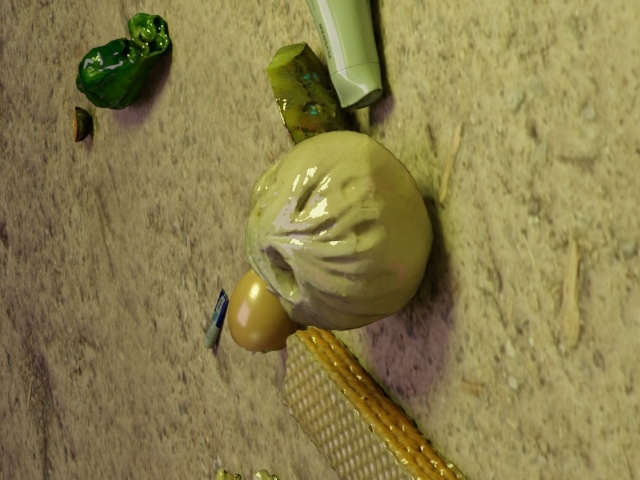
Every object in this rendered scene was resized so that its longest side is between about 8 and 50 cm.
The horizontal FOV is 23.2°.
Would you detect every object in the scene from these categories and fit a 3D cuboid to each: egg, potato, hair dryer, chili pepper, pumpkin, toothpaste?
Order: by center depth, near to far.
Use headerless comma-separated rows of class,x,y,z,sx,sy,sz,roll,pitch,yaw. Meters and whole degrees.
hair dryer,0.060,-0.250,1.431,0.237,0.075,0.206,-27,76,56
potato,-0.008,-0.140,1.554,0.119,0.054,0.198,60,-168,-25
egg,-0.061,0.074,1.701,0.080,0.080,0.096,-142,59,-60
toothpaste,-0.130,0.099,1.944,0.024,0.015,0.083,59,139,49
chili pepper,-0.274,-0.238,2.149,0.253,0.083,0.099,-22,64,61
pumpkin,-0.373,-0.184,2.438,0.083,0.028,0.050,-123,35,-63

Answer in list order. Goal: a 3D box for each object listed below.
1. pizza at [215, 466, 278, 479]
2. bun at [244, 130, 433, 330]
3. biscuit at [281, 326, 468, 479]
pizza,-0.101,0.382,1.834,0.323,0.089,0.223,164,99,-65
bun,0.000,0.000,1.425,0.193,0.128,0.178,-15,105,45
biscuit,0.050,0.196,1.495,0.378,0.054,0.094,-133,46,-56
